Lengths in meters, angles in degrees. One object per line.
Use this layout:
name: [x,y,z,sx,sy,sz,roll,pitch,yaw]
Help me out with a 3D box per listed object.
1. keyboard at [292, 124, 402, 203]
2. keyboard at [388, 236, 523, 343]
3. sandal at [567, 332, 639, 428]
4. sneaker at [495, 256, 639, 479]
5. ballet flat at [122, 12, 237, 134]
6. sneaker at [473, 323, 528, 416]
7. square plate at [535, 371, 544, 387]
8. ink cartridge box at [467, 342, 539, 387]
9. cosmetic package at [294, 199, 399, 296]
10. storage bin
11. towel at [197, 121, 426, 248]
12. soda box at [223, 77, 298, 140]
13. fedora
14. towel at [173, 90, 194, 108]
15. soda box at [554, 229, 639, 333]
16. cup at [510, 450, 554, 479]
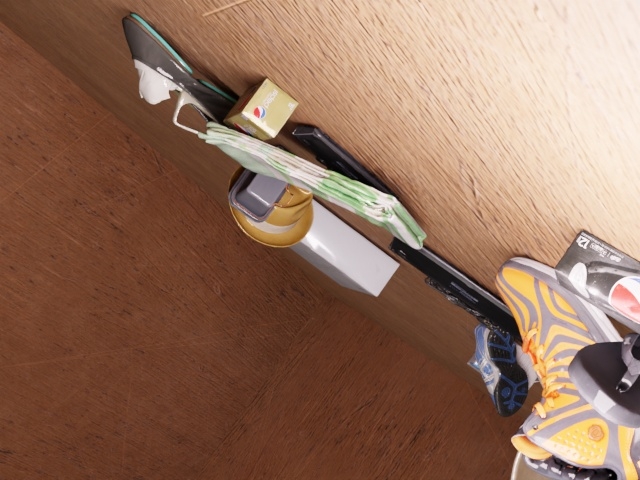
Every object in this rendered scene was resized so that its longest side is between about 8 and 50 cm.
keyboard: [0.037,-0.112,1.483,0.180,0.023,0.108,39,168,-24]
keyboard: [0.258,0.089,1.777,0.317,0.033,0.201,36,168,7]
sandal: [0.340,0.125,1.024,0.254,0.054,0.097,-8,-136,-46]
sneaker: [0.285,0.167,1.225,0.321,0.180,0.124,49,167,34]
ballet flat: [-0.223,-0.240,1.596,0.280,0.096,0.095,38,174,-21]
sneaker: [0.362,0.258,2.012,0.081,0.080,0.211,27,133,62]
square plate: [0.609,0.384,2.008,0.344,0.049,0.347,32,174,28]
ink cartridge box: [0.398,0.266,2.094,0.143,0.090,0.092,36,174,3]
cosmetic package: [0.000,0.000,2.255,0.284,0.097,0.377,39,174,-9]
storage bin: [-0.089,-0.104,1.793,0.098,0.135,0.091,37,165,-10]
towel: [-0.005,-0.080,1.499,0.325,0.038,0.248,24,177,19]
soda box: [-0.089,-0.183,1.429,0.058,0.061,0.181,37,174,-13]
fedora: [-0.080,-0.081,1.895,0.194,0.194,0.079,38,142,-18]
towel: [-0.211,-0.250,1.807,0.148,0.027,0.110,32,174,25]
soda box: [0.322,0.059,1.005,0.169,0.053,0.060,33,174,24]
cup: [0.526,0.445,1.725,0.331,0.331,0.237,32,-179,34]
